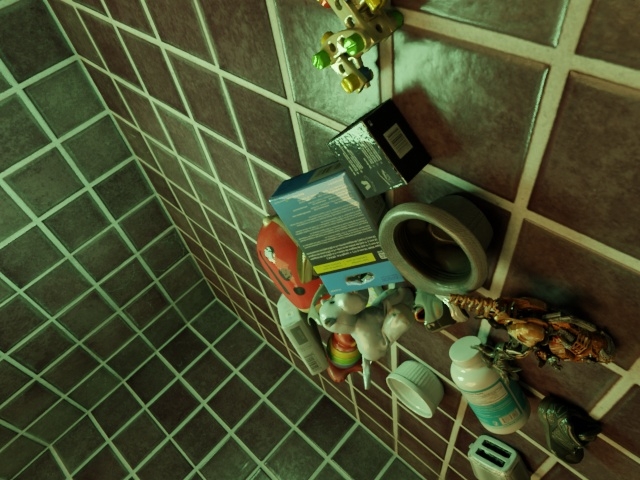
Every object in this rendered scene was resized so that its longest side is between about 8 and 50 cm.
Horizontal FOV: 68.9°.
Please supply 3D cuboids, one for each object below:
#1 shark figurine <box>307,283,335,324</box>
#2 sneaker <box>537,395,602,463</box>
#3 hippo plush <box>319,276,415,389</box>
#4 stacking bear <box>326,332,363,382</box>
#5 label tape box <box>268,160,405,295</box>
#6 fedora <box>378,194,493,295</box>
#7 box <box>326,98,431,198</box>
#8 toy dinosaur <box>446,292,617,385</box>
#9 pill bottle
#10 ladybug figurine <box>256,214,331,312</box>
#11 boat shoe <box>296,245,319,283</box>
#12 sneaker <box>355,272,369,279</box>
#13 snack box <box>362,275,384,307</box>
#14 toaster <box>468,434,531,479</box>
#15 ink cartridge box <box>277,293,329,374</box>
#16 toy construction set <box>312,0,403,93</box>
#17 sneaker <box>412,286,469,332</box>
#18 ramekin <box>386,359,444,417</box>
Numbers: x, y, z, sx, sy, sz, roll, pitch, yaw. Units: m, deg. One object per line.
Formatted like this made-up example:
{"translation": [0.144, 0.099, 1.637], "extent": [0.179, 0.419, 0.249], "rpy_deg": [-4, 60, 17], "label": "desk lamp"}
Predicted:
{"translation": [0.053, 0.175, 1.576], "extent": [0.116, 0.278, 0.166], "rpy_deg": [-6, 98, 40], "label": "shark figurine"}
{"translation": [0.651, 0.510, 1.193], "extent": [0.130, 0.087, 0.228], "rpy_deg": [15, 137, 61], "label": "sneaker"}
{"translation": [0.115, 0.222, 1.397], "extent": [0.236, 0.294, 0.234], "rpy_deg": [30, -165, -7], "label": "hippo plush"}
{"translation": [0.105, 0.431, 1.936], "extent": [0.164, 0.175, 0.289], "rpy_deg": [53, 154, 35], "label": "stacking bear"}
{"translation": [0.058, -0.030, 1.216], "extent": [0.240, 0.106, 0.334], "rpy_deg": [-15, 119, 33], "label": "label tape box"}
{"translation": [0.261, -0.005, 0.998], "extent": [0.244, 0.124, 0.275], "rpy_deg": [45, 157, 5], "label": "fedora"}
{"translation": [0.120, -0.188, 0.990], "extent": [0.156, 0.093, 0.158], "rpy_deg": [52, 155, -12], "label": "box"}
{"translation": [0.426, 0.174, 0.967], "extent": [0.322, 0.164, 0.218], "rpy_deg": [41, 152, 11], "label": "toy dinosaur"}
{"translation": [0.451, 0.385, 1.267], "extent": [0.264, 0.146, 0.146], "rpy_deg": [56, 155, -18], "label": "pill bottle"}
{"translation": [-0.095, 0.105, 1.742], "extent": [0.449, 0.162, 0.305], "rpy_deg": [55, 156, -17], "label": "ladybug figurine"}
{"translation": [0.000, 0.000, 1.493], "extent": [0.123, 0.123, 0.342], "rpy_deg": [-112, 22, -47], "label": "boat shoe"}
{"translation": [0.066, 0.015, 1.372], "extent": [0.126, 0.127, 0.321], "rpy_deg": [25, 147, 44], "label": "sneaker"}
{"translation": [0.171, 0.176, 1.554], "extent": [0.100, 0.037, 0.141], "rpy_deg": [14, 140, 50], "label": "snack box"}
{"translation": [0.627, 0.791, 1.634], "extent": [0.227, 0.129, 0.147], "rpy_deg": [11, 136, 56], "label": "toaster"}
{"translation": [-0.095, 0.330, 1.985], "extent": [0.308, 0.091, 0.385], "rpy_deg": [63, -179, -33], "label": "ink cartridge box"}
{"translation": [0.003, -0.414, 0.789], "extent": [0.327, 0.151, 0.215], "rpy_deg": [40, 159, -10], "label": "toy construction set"}
{"translation": [0.270, 0.146, 1.171], "extent": [0.100, 0.108, 0.271], "rpy_deg": [56, -176, -11], "label": "sneaker"}
{"translation": [0.357, 0.540, 1.724], "extent": [0.207, 0.109, 0.207], "rpy_deg": [38, 156, 21], "label": "ramekin"}
